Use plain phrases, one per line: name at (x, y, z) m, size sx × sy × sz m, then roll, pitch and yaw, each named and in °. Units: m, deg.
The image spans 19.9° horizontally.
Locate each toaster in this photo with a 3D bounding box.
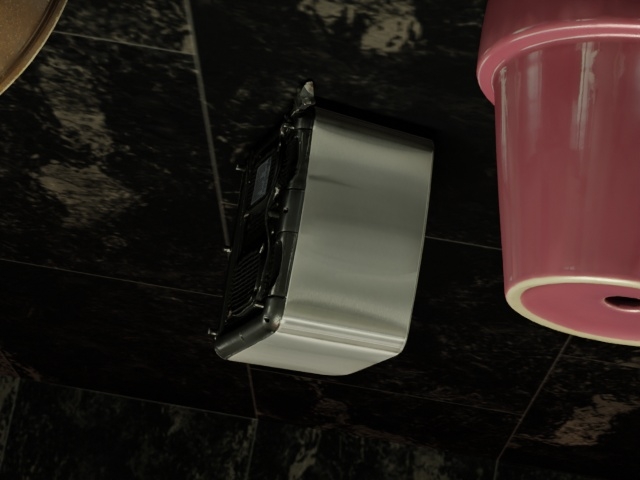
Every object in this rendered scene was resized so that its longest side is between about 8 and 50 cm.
toaster at (0.000, 0.000, 1.310) m, size 0.110 × 0.168 × 0.185 m, roll 12°, pitch 165°, yaw -14°

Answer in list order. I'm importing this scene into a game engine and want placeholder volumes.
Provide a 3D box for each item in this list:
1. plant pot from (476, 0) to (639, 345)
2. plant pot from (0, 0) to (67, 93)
plant pot at (0.178, -0.044, 1.015) m, size 0.201 × 0.180 × 0.201 m, roll 10°, pitch 164°, yaw 3°
plant pot at (-0.240, -0.163, 0.931) m, size 0.167 × 0.167 × 0.165 m, roll -1°, pitch 152°, yaw 35°
